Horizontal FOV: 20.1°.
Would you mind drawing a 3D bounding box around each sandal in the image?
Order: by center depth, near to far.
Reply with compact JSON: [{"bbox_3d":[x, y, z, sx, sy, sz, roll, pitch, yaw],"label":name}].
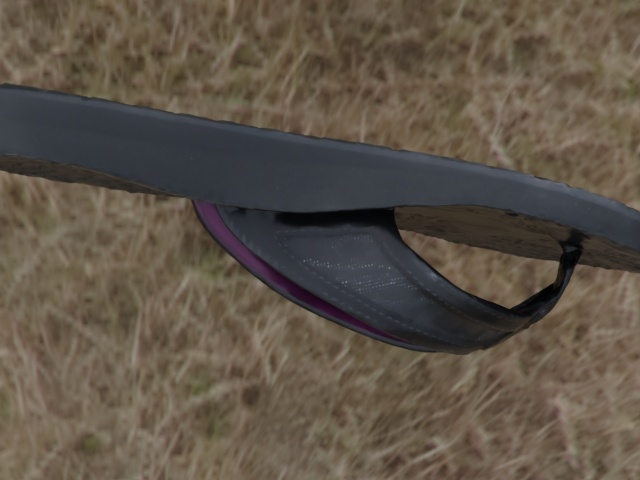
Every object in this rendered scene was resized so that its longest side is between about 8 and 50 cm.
[{"bbox_3d":[-0.002,0.000,1.027,0.446,0.167,0.107,10,87,-8],"label":"sandal"}]
